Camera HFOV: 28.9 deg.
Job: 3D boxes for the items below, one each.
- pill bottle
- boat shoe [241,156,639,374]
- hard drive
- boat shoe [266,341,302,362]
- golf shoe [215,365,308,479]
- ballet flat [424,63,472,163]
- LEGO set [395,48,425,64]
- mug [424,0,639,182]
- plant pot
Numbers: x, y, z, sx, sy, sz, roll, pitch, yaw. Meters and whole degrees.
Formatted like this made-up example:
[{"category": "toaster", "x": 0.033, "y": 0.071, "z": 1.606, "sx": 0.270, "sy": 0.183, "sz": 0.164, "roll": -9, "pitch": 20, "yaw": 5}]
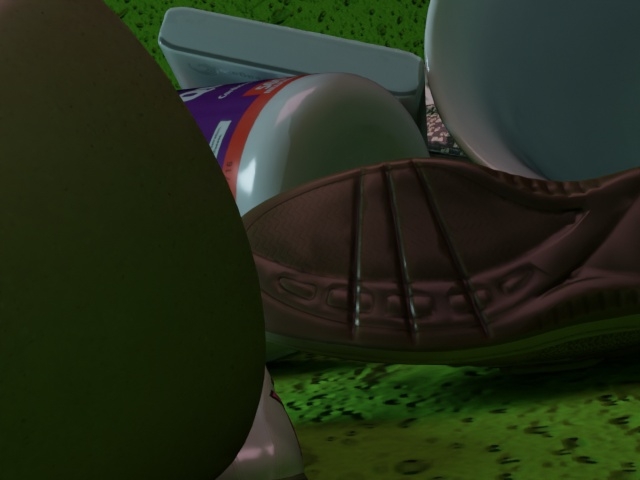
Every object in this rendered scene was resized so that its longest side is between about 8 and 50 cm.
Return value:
[{"category": "pill bottle", "x": -0.082, "y": -0.029, "z": 0.959, "sx": 0.323, "sy": 0.181, "sz": 0.181, "roll": 1, "pitch": 12, "yaw": 44}, {"category": "boat shoe", "x": 0.114, "y": 0.028, "z": 0.710, "sx": 0.341, "sy": 0.122, "sz": 0.110, "roll": -2, "pitch": -30, "yaw": 1}, {"category": "hard drive", "x": -0.008, "y": -0.097, "z": 1.072, "sx": 0.203, "sy": 0.040, "sz": 0.307, "roll": 13, "pitch": -15, "yaw": 10}, {"category": "boat shoe", "x": -0.095, "y": 0.052, "z": 0.784, "sx": 0.258, "sy": 0.095, "sz": 0.084, "roll": -15, "pitch": 9, "yaw": 21}, {"category": "golf shoe", "x": -0.055, "y": 0.073, "z": 0.572, "sx": 0.067, "sy": 0.086, "sz": 0.186, "roll": -8, "pitch": 9, "yaw": -17}, {"category": "ballet flat", "x": 0.036, "y": -0.113, "z": 1.388, "sx": 0.483, "sy": 0.182, "sz": 0.164, "roll": -5, "pitch": -14, "yaw": 14}, {"category": "LEGO set", "x": 0.077, "y": -0.118, "z": 1.667, "sx": 0.331, "sy": 0.192, "sz": 0.255, "roll": 6, "pitch": -14, "yaw": 46}, {"category": "mug", "x": 0.312, "y": -0.110, "z": 0.993, "sx": 0.374, "sy": 0.276, "sz": 0.328, "roll": 36, "pitch": 10, "yaw": 31}, {"category": "plant pot", "x": -0.198, "y": 0.058, "z": 0.380, "sx": 0.256, "sy": 0.256, "sz": 0.274, "roll": -1, "pitch": 27, "yaw": 38}]
